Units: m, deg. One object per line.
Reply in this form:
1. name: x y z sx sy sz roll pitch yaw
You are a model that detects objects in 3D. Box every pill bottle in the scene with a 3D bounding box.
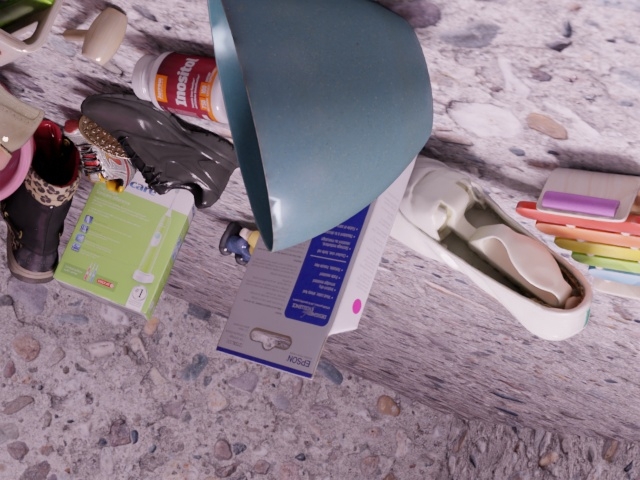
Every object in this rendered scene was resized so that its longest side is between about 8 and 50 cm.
1. pill bottle: -0.181 -0.214 1.356 0.152 0.086 0.086 13 164 25

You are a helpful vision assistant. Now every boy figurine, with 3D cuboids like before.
1. boy figurine: -0.097 0.019 2.107 0.285 0.092 0.177 5 159 45

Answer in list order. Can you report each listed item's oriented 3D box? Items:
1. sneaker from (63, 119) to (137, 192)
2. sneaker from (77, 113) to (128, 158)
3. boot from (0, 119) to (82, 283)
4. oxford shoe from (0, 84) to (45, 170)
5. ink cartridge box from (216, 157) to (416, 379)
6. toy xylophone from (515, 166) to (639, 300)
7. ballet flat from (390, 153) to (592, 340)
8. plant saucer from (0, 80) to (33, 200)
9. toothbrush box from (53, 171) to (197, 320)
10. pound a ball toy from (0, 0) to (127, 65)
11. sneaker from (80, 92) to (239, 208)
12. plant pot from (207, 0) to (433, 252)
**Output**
1. sneaker: -0.420 -0.161 1.887 0.088 0.092 0.225 14 164 26
2. sneaker: -0.341 -0.179 1.731 0.192 0.064 0.086 21 -172 -26
3. boot: -0.589 -0.135 2.027 0.138 0.377 0.284 3 138 -26
4. oxford shoe: -0.636 -0.301 1.629 0.397 0.146 0.140 47 170 -23
5. ink cartridge box: 0.000 0.000 1.318 0.176 0.371 0.069 10 162 39
6. toy xylophone: 0.417 -0.007 1.298 0.236 0.081 0.323 7 161 42
7. ballet flat: 0.210 -0.016 1.341 0.400 0.139 0.139 38 168 8
8. plant saucer: -0.687 -0.215 1.811 0.332 0.084 0.332 4 129 4
9. toothbrush box: -0.403 -0.002 2.063 0.206 0.283 0.122 21 167 -1
10. pound a ball toy: -0.437 -0.282 1.366 0.208 0.136 0.319 30 164 -33
11. sneaker: -0.274 -0.150 1.645 0.286 0.130 0.109 27 167 -18
12. plant pot: 0.007 -0.150 1.041 0.195 0.290 0.290 -14 168 -8
